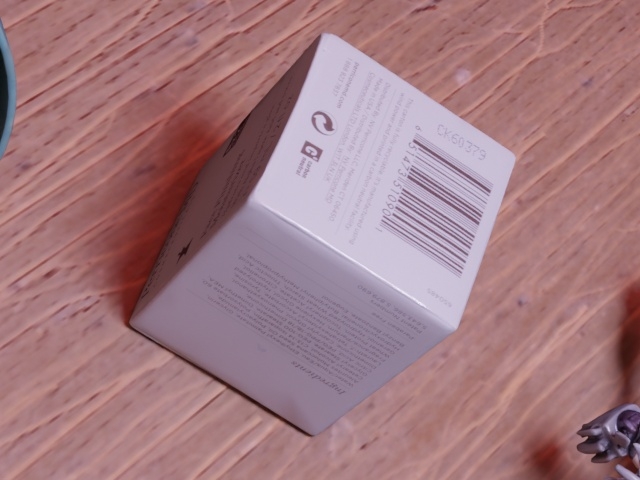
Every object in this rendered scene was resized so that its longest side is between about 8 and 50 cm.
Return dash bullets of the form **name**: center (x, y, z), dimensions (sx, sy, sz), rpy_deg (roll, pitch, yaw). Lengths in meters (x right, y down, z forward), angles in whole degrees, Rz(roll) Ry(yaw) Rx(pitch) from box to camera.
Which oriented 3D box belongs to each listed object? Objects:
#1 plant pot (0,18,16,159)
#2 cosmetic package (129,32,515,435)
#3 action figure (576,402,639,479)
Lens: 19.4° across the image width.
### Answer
- **plant pot**: center (-0.326, -0.151, 1.028), dimensions (0.293, 0.293, 0.235), rpy_deg (9, 45, -27)
- **cosmetic package**: center (0.000, 0.000, 1.189), dimensions (0.151, 0.184, 0.151), rpy_deg (32, 51, -12)
- **action figure**: center (0.267, 0.140, 1.275), dimensions (0.185, 0.099, 0.285), rpy_deg (39, 35, -16)
